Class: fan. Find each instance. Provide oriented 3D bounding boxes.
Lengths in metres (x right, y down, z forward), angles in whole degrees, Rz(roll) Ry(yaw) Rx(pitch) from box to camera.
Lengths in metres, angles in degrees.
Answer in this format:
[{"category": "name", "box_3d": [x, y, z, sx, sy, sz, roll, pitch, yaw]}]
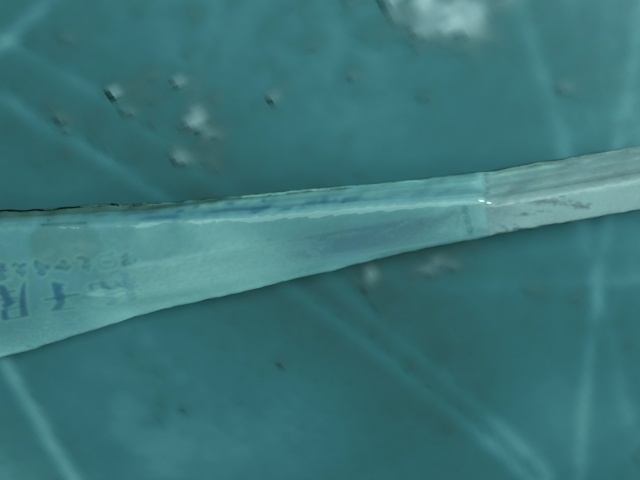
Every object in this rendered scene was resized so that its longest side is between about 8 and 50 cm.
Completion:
[{"category": "fan", "box_3d": [0.000, 0.000, 0.518, 0.282, 0.023, 0.057, -7, 119, 8]}]
